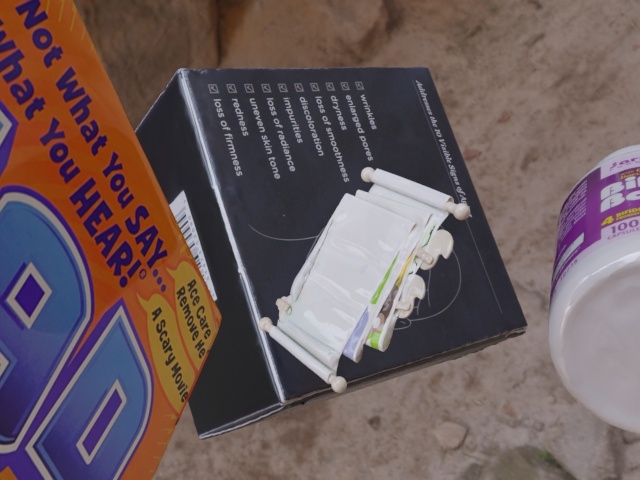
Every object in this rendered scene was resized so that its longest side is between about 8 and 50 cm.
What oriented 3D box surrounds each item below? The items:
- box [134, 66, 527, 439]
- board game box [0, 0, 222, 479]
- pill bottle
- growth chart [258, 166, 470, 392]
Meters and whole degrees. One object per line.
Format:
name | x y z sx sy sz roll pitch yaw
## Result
box | 0.000 0.000 1.241 0.297 0.471 0.480 -35 70 53
board game box | -0.309 0.049 0.331 0.356 0.356 0.356 7 52 19
pill bottle | 0.290 0.018 0.687 0.169 0.169 0.301 -36 9 28
growth chart | 0.040 0.036 0.808 0.172 0.021 0.237 39 99 44
